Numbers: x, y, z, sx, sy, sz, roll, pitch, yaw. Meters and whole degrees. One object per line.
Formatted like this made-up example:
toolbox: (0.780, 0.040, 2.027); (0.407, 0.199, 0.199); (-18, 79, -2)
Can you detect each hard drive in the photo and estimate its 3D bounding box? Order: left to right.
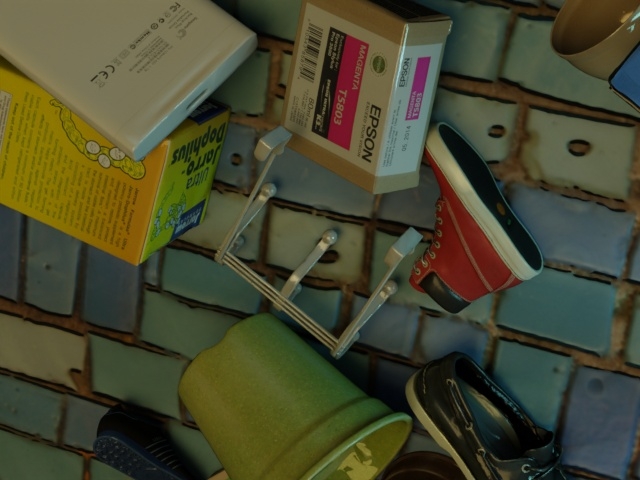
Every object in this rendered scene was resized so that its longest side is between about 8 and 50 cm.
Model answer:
hard drive: (-0.291, -0.286, 1.952); (0.353, 0.233, 0.047); (38, 162, 19)

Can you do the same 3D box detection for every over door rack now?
over door rack: (0.000, 0.000, 1.975); (0.239, 0.108, 0.324); (38, 147, 7)

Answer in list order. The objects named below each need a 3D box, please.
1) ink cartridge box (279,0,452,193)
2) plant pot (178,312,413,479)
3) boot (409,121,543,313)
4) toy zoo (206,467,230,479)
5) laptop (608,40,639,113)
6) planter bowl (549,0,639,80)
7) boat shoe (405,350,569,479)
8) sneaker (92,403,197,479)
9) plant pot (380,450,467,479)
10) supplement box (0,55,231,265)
ink cartridge box: (0.052, -0.203, 1.889); (0.193, 0.088, 0.235); (31, 120, 40)
plant pot: (-0.056, 0.249, 2.047); (0.254, 0.276, 0.276); (47, 121, 20)
boot: (0.159, -0.023, 1.948); (0.176, 0.088, 0.244); (-28, 99, 31)
toy zoo: (-0.020, 0.440, 2.220); (0.192, 0.030, 0.293); (-32, 93, 29)
laptop: (0.602, -0.230, 1.587); (0.382, 0.236, 0.408); (39, 117, 6)
planter bowl: (0.370, -0.251, 1.744); (0.109, 0.162, 0.162); (38, 122, -23)
boat shoe: (0.266, 0.285, 1.986); (0.340, 0.127, 0.113); (51, 132, 11)
sneaker: (-0.248, 0.343, 2.264); (0.081, 0.090, 0.232); (-35, 113, 28)
plant pot: (0.131, 0.407, 2.066); (0.167, 0.165, 0.167); (8, 112, 22)
supplement box: (-0.339, -0.143, 2.057); (0.356, 0.194, 0.195); (23, 116, 14)
